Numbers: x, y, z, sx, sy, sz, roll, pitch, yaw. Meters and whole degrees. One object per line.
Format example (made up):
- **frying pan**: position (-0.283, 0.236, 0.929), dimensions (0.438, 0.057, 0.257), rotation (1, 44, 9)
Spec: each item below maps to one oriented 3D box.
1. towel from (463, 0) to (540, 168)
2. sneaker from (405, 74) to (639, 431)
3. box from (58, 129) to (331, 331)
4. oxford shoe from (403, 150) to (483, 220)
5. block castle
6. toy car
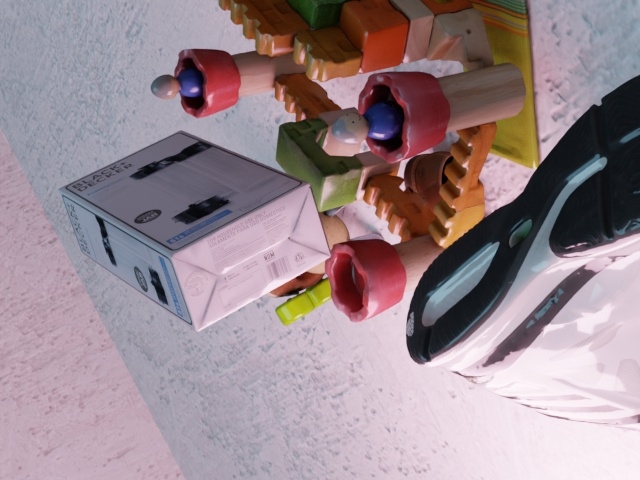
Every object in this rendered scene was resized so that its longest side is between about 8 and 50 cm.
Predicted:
- **towel**: position (0.177, -0.190, 1.293), dimensions (0.102, 0.021, 0.237), rotation (31, 139, 49)
- **sneaker**: position (0.307, 0.021, 1.142), dimensions (0.257, 0.169, 0.447), rotation (28, 134, -23)
- **box**: position (-0.140, -0.020, 1.331), dimensions (0.290, 0.169, 0.087), rotation (26, 139, 55)
- **oxford shoe**: position (0.160, 0.000, 1.440), dimensions (0.076, 0.076, 0.212), rotation (-11, 103, 59)
- **block castle**: position (-0.008, -0.163, 1.363), dimensions (0.453, 0.213, 0.303), rotation (52, 144, 37)
- **toy car**: position (0.000, 0.000, 1.718), dimensions (0.188, 0.149, 0.155), rotation (-32, 88, 35)
